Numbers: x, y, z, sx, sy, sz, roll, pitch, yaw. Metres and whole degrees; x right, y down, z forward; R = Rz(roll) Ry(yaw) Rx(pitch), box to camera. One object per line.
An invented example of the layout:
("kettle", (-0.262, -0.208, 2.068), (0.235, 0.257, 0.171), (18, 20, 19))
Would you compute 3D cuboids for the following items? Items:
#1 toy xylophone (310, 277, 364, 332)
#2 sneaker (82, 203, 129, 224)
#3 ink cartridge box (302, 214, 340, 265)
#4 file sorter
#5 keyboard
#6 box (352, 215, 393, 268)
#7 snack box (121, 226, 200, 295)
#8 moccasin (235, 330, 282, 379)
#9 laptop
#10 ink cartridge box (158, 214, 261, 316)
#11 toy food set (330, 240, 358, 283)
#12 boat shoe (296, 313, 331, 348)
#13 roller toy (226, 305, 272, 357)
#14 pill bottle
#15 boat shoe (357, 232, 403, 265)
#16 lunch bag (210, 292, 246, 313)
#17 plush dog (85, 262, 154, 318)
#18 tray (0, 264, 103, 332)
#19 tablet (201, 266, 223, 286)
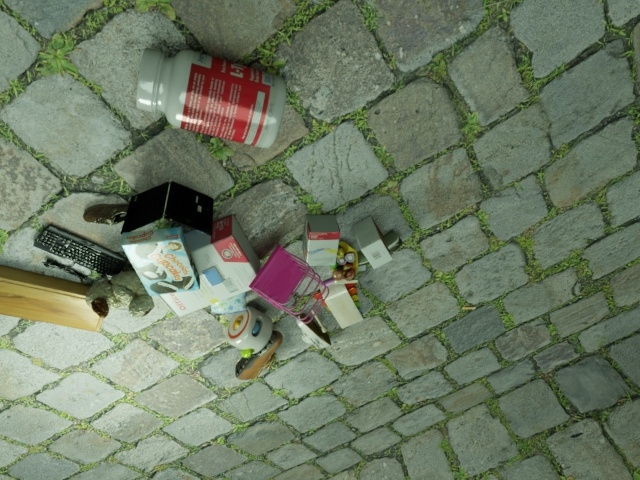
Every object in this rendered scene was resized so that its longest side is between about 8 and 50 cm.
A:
("toy xylophone", (0.079, 0.313, 2.117), (0.236, 0.081, 0.322), (-18, 129, 2))
("sneaker", (-0.769, -0.089, 1.626), (0.188, 0.071, 0.066), (-11, 129, -5))
("ink cartridge box", (0.000, 0.000, 1.826), (0.127, 0.128, 0.176), (-2, 127, -11))
("file sorter", (-0.108, 0.191, 1.812), (0.202, 0.182, 0.290), (-56, 151, -11))
("keyboard", (-0.944, 0.076, 1.744), (0.317, 0.033, 0.201), (31, 116, -29))
("box", (0.214, 0.006, 1.850), (0.091, 0.170, 0.130), (-29, 128, 12))
("snack box", (-0.541, 0.079, 1.556), (0.187, 0.060, 0.322), (-7, 144, -6))
("moccasin", (-0.283, 0.574, 2.206), (0.147, 0.139, 0.380), (19, 121, -26))
("laptop", (-0.526, -0.088, 1.576), (0.264, 0.234, 0.136), (23, 121, -27))
("ink cartridge box", (-0.463, 0.105, 1.786), (0.385, 0.160, 0.279), (-21, 129, 4))
("toy food set", (0.095, 0.114, 1.932), (0.128, 0.071, 0.218), (0, 117, 17))
("boat shoe", (-0.050, 0.461, 2.194), (0.096, 0.098, 0.277), (-31, 129, 11))
("roller toy", (-0.327, 0.400, 2.029), (0.191, 0.209, 0.146), (-47, 123, 7))
("pill bottle", (-0.325, -0.432, 1.354), (0.408, 0.229, 0.229), (10, 125, -19))
("boat shoe", (0.252, 0.053, 1.951), (0.228, 0.081, 0.069), (-31, 134, 18))
("lunch bag", (-0.405, 0.251, 1.953), (0.151, 0.096, 0.129), (-12, 130, -20))
("plush dog", (-0.793, 0.200, 1.745), (0.225, 0.262, 0.210), (-19, 108, -23))
("tray", (-1.089, 0.246, 1.818), (0.411, 0.076, 0.203), (18, 121, -23))
("tablet", (-0.412, 0.140, 1.716), (0.054, 0.006, 0.083), (-20, 127, 4))
